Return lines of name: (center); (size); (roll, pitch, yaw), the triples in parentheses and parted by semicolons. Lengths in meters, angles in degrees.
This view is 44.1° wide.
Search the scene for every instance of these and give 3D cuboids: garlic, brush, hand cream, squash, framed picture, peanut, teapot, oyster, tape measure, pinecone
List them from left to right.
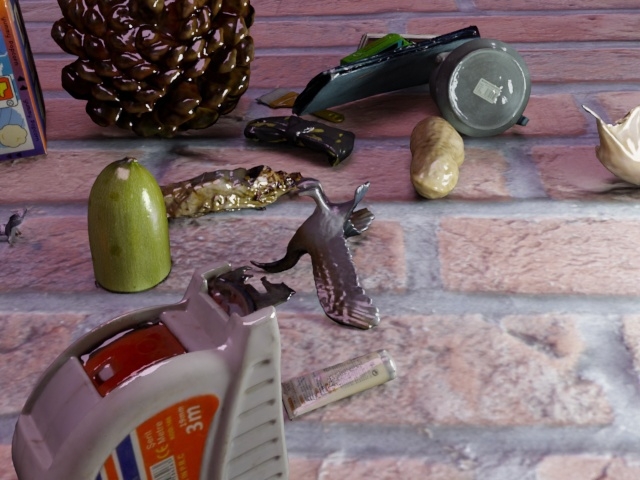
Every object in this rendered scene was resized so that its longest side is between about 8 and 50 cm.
squash: (-0.273, -0.030, 1.137); (0.123, 0.186, 0.123); (3, 29, -2)
pinecone: (-0.321, -0.382, 1.540); (0.398, 0.397, 0.398); (-2, 33, 1)
tape measure: (-0.145, 0.176, 0.739); (0.265, 0.258, 0.130); (-21, 40, -26)
oyster: (-0.197, -0.083, 1.317); (0.345, 0.078, 0.128); (-11, 26, -7)
brush: (-0.035, -0.279, 1.649); (0.218, 0.010, 0.082); (25, 42, 34)
hand cream: (0.022, 0.171, 0.944); (0.143, 0.039, 0.061); (-18, 42, -7)
framed picture: (0.212, -0.462, 1.902); (0.252, 0.014, 0.197); (4, 34, 10)
peanut: (0.196, -0.145, 1.354); (0.099, 0.099, 0.214); (4, 32, 11)
teapot: (0.297, -0.279, 1.473); (0.203, 0.171, 0.225); (34, 11, -9)
garlic: (0.540, -0.176, 1.289); (0.338, 0.196, 0.151); (-22, 22, -23)

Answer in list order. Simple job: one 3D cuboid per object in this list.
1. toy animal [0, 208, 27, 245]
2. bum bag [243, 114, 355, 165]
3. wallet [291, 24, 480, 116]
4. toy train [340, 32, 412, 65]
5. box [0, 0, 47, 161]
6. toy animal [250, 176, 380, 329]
toy animal: (-0.495, -0.014, 1.263); (0.084, 0.050, 0.028); (-31, -11, 22)
bum bag: (-0.040, -0.196, 1.478); (0.232, 0.060, 0.107); (19, 30, 27)
wallet: (0.136, -0.340, 1.593); (0.379, 0.046, 0.191); (-19, -8, -26)
toy train: (0.134, -0.439, 1.823); (0.209, 0.042, 0.044); (-35, 50, -29)
box: (-0.719, -0.312, 1.471); (0.349, 0.318, 0.257); (-11, 36, -13)
toy animal: (-0.007, -0.013, 1.139); (0.197, 0.160, 0.272); (0, 26, 8)
